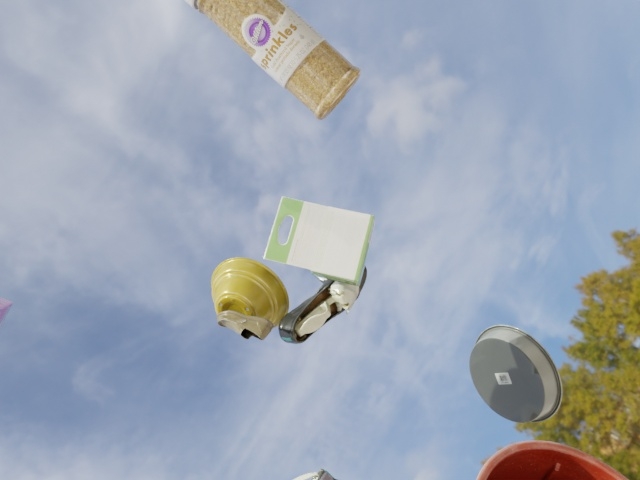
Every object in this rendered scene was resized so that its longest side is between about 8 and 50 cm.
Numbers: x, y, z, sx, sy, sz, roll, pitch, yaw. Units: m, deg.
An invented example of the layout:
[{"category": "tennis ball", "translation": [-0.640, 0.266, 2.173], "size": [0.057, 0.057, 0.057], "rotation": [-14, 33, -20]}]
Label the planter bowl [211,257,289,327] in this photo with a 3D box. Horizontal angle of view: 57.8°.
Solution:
[{"category": "planter bowl", "translation": [-0.194, 0.158, 1.435], "size": [0.090, 0.217, 0.217], "rotation": [-55, -36, -56]}]

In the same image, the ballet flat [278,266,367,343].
[{"category": "ballet flat", "translation": [0.023, 0.158, 1.410], "size": [0.280, 0.096, 0.095], "rotation": [-41, -70, -13]}]

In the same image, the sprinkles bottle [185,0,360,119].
[{"category": "sprinkles bottle", "translation": [-0.092, -0.380, 1.053], "size": [0.355, 0.121, 0.121], "rotation": [41, -103, -5]}]

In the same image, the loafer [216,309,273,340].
[{"category": "loafer", "translation": [-0.184, 0.201, 1.361], "size": [0.056, 0.147, 0.050], "rotation": [62, -141, -50]}]

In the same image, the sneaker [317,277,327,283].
[{"category": "sneaker", "translation": [0.036, 0.111, 1.869], "size": [0.063, 0.162, 0.073], "rotation": [42, -102, -20]}]

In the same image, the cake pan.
[{"category": "cake pan", "translation": [0.538, 0.386, 1.645], "size": [0.054, 0.293, 0.293], "rotation": [-18, -62, -34]}]

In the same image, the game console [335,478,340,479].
[{"category": "game console", "translation": [0.006, 0.555, 1.191], "size": [0.107, 0.071, 0.122], "rotation": [32, -127, -36]}]

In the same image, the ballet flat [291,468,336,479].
[{"category": "ballet flat", "translation": [-0.034, 0.318, 0.715], "size": [0.114, 0.041, 0.041], "rotation": [-34, -50, 0]}]

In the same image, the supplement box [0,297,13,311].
[{"category": "supplement box", "translation": [-0.698, 0.156, 1.143], "size": [0.111, 0.220, 0.114], "rotation": [27, -103, -19]}]

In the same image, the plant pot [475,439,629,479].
[{"category": "plant pot", "translation": [0.242, 0.424, 0.668], "size": [0.272, 0.272, 0.265], "rotation": [-13, -41, -37]}]

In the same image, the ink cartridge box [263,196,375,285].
[{"category": "ink cartridge box", "translation": [0.000, 0.000, 1.398], "size": [0.056, 0.235, 0.171], "rotation": [68, -145, -70]}]
